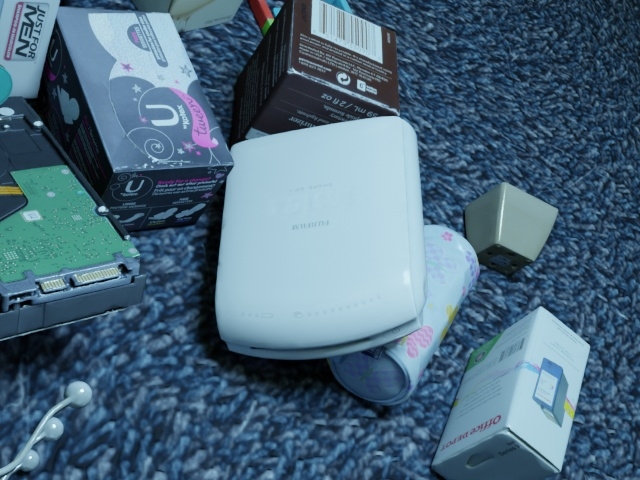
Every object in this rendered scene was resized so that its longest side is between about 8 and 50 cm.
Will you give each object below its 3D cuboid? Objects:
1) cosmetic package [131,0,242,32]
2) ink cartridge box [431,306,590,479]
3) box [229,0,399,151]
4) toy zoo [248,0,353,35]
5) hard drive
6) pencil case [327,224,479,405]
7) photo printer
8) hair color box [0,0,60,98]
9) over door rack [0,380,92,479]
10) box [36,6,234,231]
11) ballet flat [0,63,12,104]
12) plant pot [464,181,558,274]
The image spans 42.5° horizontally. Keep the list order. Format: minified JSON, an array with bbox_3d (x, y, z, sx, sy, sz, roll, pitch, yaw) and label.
[{"bbox_3d":[-0.150,-0.447,1.169,0.160,0.309,0.113,-28,76,-41],"label":"cosmetic package"},{"bbox_3d":[0.246,0.213,1.061,0.093,0.154,0.212,39,45,-5],"label":"ink cartridge box"},{"bbox_3d":[-0.011,-0.203,1.157,0.169,0.203,0.167,17,52,-22],"label":"box"},{"bbox_3d":[-0.042,-0.421,1.411,0.192,0.030,0.293,-6,62,-35],"label":"toy zoo"},{"bbox_3d":[-0.356,-0.033,0.834,0.237,0.064,0.339,-14,44,-38],"label":"hard drive"},{"bbox_3d":[0.114,0.092,1.092,0.124,0.113,0.273,21,43,20],"label":"pencil case"},{"bbox_3d":[0.000,0.000,1.010,0.256,0.107,0.307,-7,54,13],"label":"photo printer"},{"bbox_3d":[-0.472,-0.253,0.856,0.375,0.185,0.113,-10,47,-46],"label":"hair color box"},{"bbox_3d":[-0.202,0.217,0.717,0.324,0.239,0.108,19,56,-20],"label":"over door rack"},{"bbox_3d":[-0.236,-0.151,1.018,0.163,0.142,0.247,-8,64,-36],"label":"box"},{"bbox_3d":[-0.416,-0.147,0.858,0.067,0.073,0.206,5,24,23],"label":"ballet flat"},{"bbox_3d":[0.292,-0.011,1.288,0.109,0.109,0.096,25,61,-16],"label":"plant pot"}]
